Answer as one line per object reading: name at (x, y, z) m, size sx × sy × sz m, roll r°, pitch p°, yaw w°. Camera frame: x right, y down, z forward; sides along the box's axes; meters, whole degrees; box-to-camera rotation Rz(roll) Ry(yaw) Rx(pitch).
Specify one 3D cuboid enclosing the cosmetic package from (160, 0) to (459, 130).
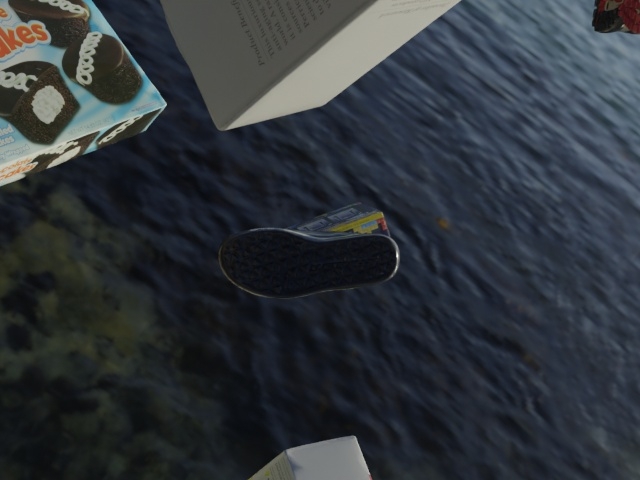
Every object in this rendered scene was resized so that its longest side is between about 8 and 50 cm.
cosmetic package at (0.030, -0.305, 0.978) m, size 0.161 × 0.453 × 0.230 m, roll -19°, pitch 83°, yaw -41°

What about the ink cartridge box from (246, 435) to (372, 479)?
ink cartridge box at (-0.022, 0.371, 1.482) m, size 0.127 × 0.176 × 0.128 m, roll -5°, pitch 61°, yaw -38°

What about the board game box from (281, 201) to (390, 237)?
board game box at (0.000, 0.000, 1.511) m, size 0.141 × 0.170 × 0.048 m, roll -141°, pitch -148°, yaw -76°

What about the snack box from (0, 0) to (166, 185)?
snack box at (-0.332, -0.158, 1.092) m, size 0.187 × 0.060 × 0.322 m, roll 54°, pitch 43°, yaw 5°

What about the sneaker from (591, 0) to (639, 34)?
sneaker at (0.544, -0.391, 1.723) m, size 0.112 × 0.121 × 0.299 m, roll 4°, pitch 11°, yaw -7°

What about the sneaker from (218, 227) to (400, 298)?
sneaker at (-0.016, 0.028, 1.320) m, size 0.234 × 0.084 × 0.097 m, roll 3°, pitch 2°, yaw -17°
